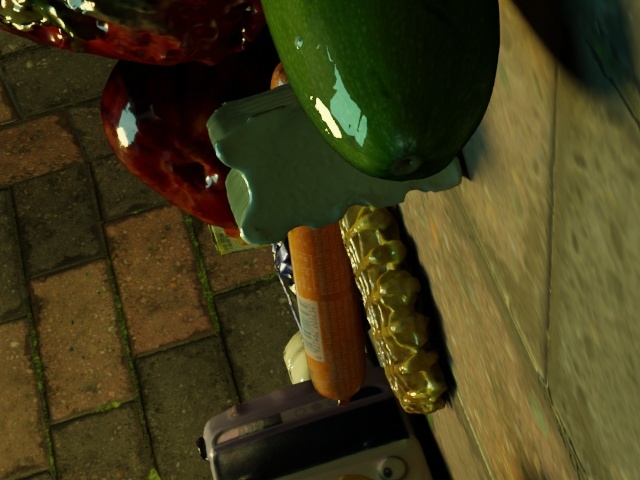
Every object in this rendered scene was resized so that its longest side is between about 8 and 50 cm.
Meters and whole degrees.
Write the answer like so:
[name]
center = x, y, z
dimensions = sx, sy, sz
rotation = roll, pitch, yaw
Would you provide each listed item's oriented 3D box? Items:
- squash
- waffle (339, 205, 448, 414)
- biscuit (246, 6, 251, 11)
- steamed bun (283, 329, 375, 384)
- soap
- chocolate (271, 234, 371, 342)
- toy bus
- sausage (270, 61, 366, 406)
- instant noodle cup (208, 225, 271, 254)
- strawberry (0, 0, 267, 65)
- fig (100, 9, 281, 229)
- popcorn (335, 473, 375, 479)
[squash]
center = 0.003, -0.140, 0.442
dimensions = 0.082, 0.082, 0.292
rotation = 78, 176, -54
[waffle]
center = 0.053, 0.048, 0.907
dimensions = 0.191, 0.038, 0.191
rotation = 163, 90, -87
[biscuit]
center = -0.124, -0.392, 1.747
dimensions = 0.144, 0.016, 0.203
rotation = -113, 7, -61
[steamed bun]
center = 0.024, 0.188, 1.501
dimensions = 0.183, 0.106, 0.183
rotation = -17, -90, -90
[soap]
center = -0.001, -0.054, 0.660
dimensions = 0.198, 0.114, 0.063
rotation = -131, 25, -79
[chocolate]
center = -0.026, -0.025, 1.239
dimensions = 0.148, 0.126, 0.343
rotation = -42, 60, 39
[toy bus]
center = 0.030, 0.325, 1.232
dimensions = 0.440, 0.209, 0.249
rotation = 75, 178, -51
[sausage]
center = 0.000, 0.000, 0.990
dimensions = 0.053, 0.053, 0.348
rotation = -112, 13, -57
[instant noodle cup]
center = -0.086, -0.073, 1.595
dimensions = 0.205, 0.153, 0.205
rotation = 162, 90, -87
[strawberry]
center = -0.137, -0.252, 0.862
dimensions = 0.274, 0.274, 0.220
rotation = 79, -152, -58
[fig]
center = -0.075, -0.139, 1.085
dimensions = 0.186, 0.203, 0.249
rotation = -53, 14, 50
[popcorn]
center = 0.020, 0.311, 0.717
dimensions = 0.381, 0.349, 0.349
rotation = 3, -115, -53
